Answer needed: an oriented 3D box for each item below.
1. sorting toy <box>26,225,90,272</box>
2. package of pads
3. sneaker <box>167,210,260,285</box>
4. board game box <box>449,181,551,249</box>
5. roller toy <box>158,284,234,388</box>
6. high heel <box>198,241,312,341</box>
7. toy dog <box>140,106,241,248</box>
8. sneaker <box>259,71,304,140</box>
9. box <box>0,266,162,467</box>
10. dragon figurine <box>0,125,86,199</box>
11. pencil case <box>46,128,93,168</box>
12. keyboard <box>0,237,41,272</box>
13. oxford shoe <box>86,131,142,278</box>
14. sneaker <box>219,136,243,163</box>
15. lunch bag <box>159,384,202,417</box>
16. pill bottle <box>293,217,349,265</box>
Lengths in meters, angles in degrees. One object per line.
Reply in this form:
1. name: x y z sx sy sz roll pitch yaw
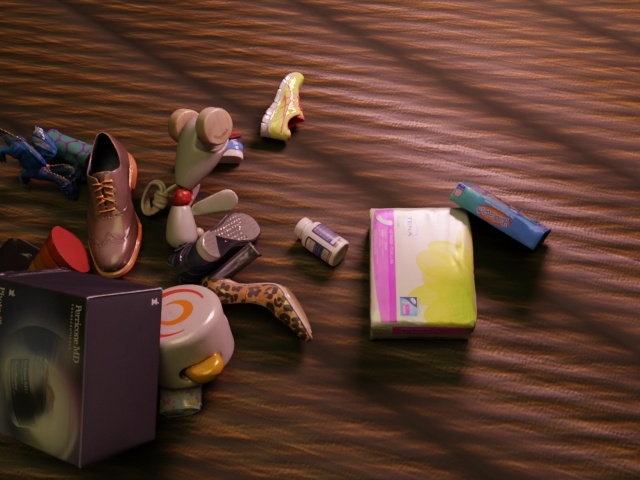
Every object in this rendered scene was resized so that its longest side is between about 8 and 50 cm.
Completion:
1. sorting toy: -0.545 0.153 1.409 0.126 0.127 0.366 -30 73 7
2. package of pads: 0.220 0.067 1.417 0.229 0.101 0.297 0 62 3
3. sneaker: -0.245 0.019 1.476 0.086 0.163 0.226 55 32 2
4. board game box: 0.402 -0.058 1.449 0.210 0.160 0.047 35 107 20
5. roller toy: -0.276 0.198 1.324 0.209 0.146 0.191 0 37 19
6. high heel: -0.149 0.157 1.412 0.186 0.093 0.261 -39 73 1
7. toy dog: -0.270 -0.156 1.519 0.160 0.334 0.220 4 29 -44
8. sneaker: -0.078 -0.338 1.673 0.094 0.081 0.209 21 71 6
9. box: -0.463 0.216 1.204 0.293 0.182 0.297 6 95 31
10. dragon figurine: -0.692 -0.214 1.560 0.143 0.289 0.085 -15 35 26
11. pencil case: -0.626 -0.229 1.640 0.151 0.065 0.070 22 26 15
12. keyboard: -0.720 0.150 1.459 0.201 0.033 0.317 25 66 17
13. oxford shoe: -0.500 -0.086 1.515 0.129 0.133 0.364 -13 61 -1
14. sneaker: -0.269 -0.240 1.631 0.152 0.058 0.085 0 67 -2
15. lunch bag: -0.282 0.320 1.332 0.083 0.053 0.071 -12 59 7
16. pill bottle: 0.000 0.000 1.484 0.120 0.067 0.067 35 68 19
